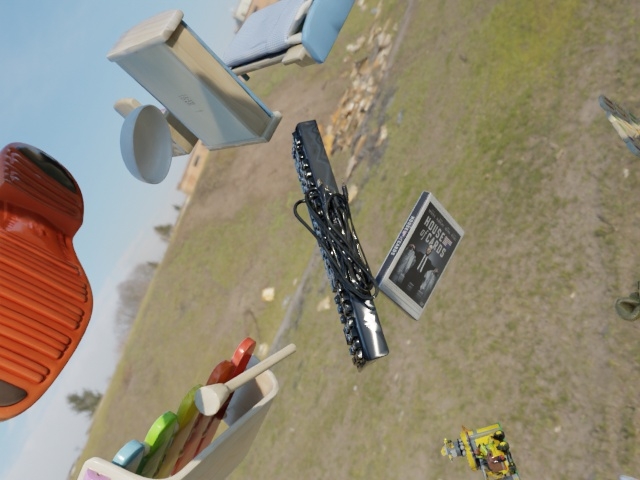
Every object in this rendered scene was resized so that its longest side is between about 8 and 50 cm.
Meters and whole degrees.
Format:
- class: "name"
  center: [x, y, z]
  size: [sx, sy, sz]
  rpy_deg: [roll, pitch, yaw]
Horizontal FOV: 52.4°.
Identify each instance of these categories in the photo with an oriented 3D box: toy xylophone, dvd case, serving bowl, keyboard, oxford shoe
- class: "toy xylophone"
  center: [-0.137, 0.216, 0.750]
  size: [0.236, 0.081, 0.323]
  rpy_deg: [-62, -15, 14]
- class: "dvd case"
  center: [0.220, 0.037, 1.434]
  size: [0.030, 0.179, 0.238]
  rpy_deg: [20, 75, 46]
- class: "serving bowl"
  center: [-0.187, -0.101, 0.686]
  size: [0.083, 0.027, 0.083]
  rpy_deg: [1, -90, -75]
- class: "keyboard"
  center: [0.000, 0.000, 0.478]
  size: [0.100, 0.038, 0.192]
  rpy_deg: [114, 141, -67]
- class: "oxford shoe"
  center: [-0.231, 0.035, 0.468]
  size: [0.098, 0.097, 0.271]
  rpy_deg: [-41, 33, 14]

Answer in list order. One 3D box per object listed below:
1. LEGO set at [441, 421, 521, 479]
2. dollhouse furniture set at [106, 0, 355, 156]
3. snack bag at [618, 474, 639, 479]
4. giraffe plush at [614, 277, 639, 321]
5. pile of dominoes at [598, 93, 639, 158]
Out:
- class: "LEGO set"
  center: [0.234, 0.463, 1.000]
  size: [0.255, 0.192, 0.331]
  rpy_deg: [-81, -28, -73]
- class: "dollhouse furniture set"
  center: [-0.149, -0.309, 0.950]
  size: [0.286, 0.198, 0.303]
  rpy_deg: [0, 56, 45]
- class: "snack bag"
  center: [0.590, 0.507, 0.933]
  size: [0.037, 0.323, 0.342]
  rpy_deg: [-26, -12, -7]
- class: "giraffe plush"
  center: [0.473, 0.063, 0.796]
  size: [0.170, 0.181, 0.210]
  rpy_deg: [41, 129, 52]
- class: "pile of dominoes"
  center: [0.573, -0.162, 1.076]
  size: [0.040, 0.251, 0.196]
  rpy_deg: [-50, 29, 34]
